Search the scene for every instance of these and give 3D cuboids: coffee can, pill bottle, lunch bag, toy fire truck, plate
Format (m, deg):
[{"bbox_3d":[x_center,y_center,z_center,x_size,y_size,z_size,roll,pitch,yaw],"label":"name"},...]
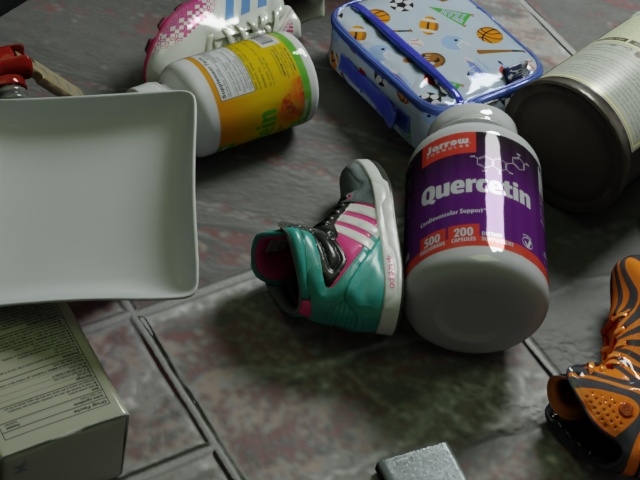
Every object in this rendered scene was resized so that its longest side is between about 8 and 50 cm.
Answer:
[{"bbox_3d":[0.422,-0.188,1.990,0.201,0.201,0.275,40,53,23],"label":"coffee can"},{"bbox_3d":[-0.138,-0.193,1.924,0.246,0.136,0.136,-21,56,-27],"label":"pill bottle"},{"bbox_3d":[0.162,-0.254,2.047,0.243,0.115,0.303,-21,49,-28],"label":"lunch bag"},{"bbox_3d":[-0.403,-0.166,1.852,0.246,0.158,0.217,-16,69,-24],"label":"toy fire truck"},{"bbox_3d":[-0.277,-0.043,1.603,0.277,0.045,0.278,-3,61,0],"label":"plate"},{"bbox_3d":[0.198,-0.025,1.810,0.182,0.181,0.323,8,47,-4],"label":"pill bottle"}]

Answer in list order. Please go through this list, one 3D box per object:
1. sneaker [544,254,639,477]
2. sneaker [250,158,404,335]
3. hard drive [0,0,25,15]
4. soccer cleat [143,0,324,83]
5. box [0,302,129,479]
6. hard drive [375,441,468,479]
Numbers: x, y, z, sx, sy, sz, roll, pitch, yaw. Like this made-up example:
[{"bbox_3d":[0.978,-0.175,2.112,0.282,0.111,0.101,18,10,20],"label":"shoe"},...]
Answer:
[{"bbox_3d":[0.363,0.145,1.729,0.180,0.124,0.321,3,48,-10],"label":"sneaker"},{"bbox_3d":[0.000,0.000,1.796,0.178,0.123,0.295,5,41,-10],"label":"sneaker"},{"bbox_3d":[-0.503,-0.460,2.144,0.237,0.064,0.339,34,50,18],"label":"hard drive"},{"bbox_3d":[-0.118,-0.303,2.032,0.143,0.116,0.331,20,44,27],"label":"soccer cleat"},{"bbox_3d":[-0.329,0.165,1.565,0.149,0.127,0.232,-17,54,-25],"label":"box"},{"bbox_3d":[0.132,0.300,1.609,0.094,0.022,0.135,-13,52,-22],"label":"hard drive"}]
